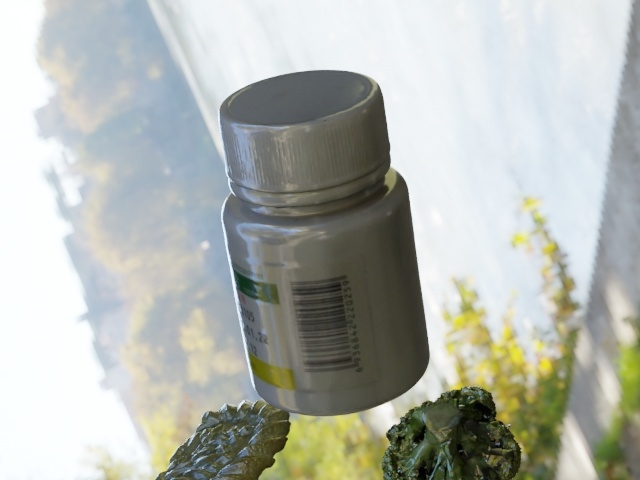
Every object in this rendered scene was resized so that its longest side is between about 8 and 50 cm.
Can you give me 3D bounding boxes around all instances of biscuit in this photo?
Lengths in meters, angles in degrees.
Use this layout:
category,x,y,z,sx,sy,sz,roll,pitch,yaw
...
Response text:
category,x,y,z,sx,sy,sz,roll,pitch,yaw
biscuit,-0.121,0.264,1.895,0.036,0.187,0.273,60,-148,-16

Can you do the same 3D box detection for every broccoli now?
category,x,y,z,sx,sy,sz,roll,pitch,yaw
broccoli,0.120,0.196,1.472,0.120,0.131,0.130,77,179,-48

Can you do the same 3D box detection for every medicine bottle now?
category,x,y,z,sx,sy,sz,roll,pitch,yaw
medicine bottle,0.000,0.000,1.729,0.208,0.208,0.340,-120,18,-65
